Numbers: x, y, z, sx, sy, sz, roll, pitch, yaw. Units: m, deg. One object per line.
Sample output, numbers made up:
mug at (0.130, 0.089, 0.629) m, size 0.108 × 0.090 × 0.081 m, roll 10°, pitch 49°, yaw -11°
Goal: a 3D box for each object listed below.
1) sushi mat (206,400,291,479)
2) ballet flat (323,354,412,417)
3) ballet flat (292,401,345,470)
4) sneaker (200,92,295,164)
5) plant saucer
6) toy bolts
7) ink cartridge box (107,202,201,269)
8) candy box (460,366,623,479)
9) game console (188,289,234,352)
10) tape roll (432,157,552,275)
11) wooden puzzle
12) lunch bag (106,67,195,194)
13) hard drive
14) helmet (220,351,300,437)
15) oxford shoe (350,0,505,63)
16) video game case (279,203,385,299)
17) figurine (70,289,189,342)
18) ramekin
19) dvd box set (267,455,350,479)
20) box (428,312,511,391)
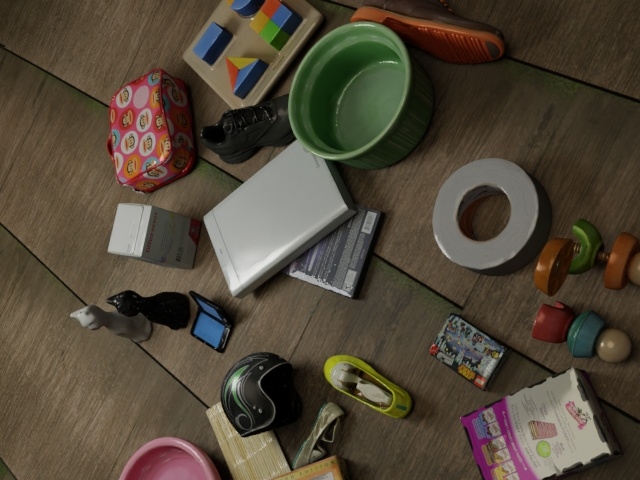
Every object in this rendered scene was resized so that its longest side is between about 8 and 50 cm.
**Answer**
sushi mat at (-0.147, 0.475, 1.852) m, size 0.151 × 0.019 × 0.317 m, roll -40°, pitch 58°, yaw 19°
ballet flat at (0.081, 0.288, 1.701) m, size 0.231 × 0.077 × 0.077 m, roll 24°, pitch 92°, yaw 38°
ballet flat at (-0.002, 0.416, 1.743) m, size 0.052 × 0.057 × 0.168 m, roll 28°, pitch 95°, yaw 28°
sneaker at (-0.161, -0.271, 1.996) m, size 0.286 × 0.130 × 0.109 m, roll -26°, pitch 62°, yaw 26°
plant saucer at (-0.330, 0.615, 1.905) m, size 0.332 × 0.084 × 0.332 m, roll -10°, pitch 72°, yaw 32°
toy bolts at (0.461, 0.100, 1.419) m, size 0.158 × 0.218 × 0.229 m, roll 22°, pitch 109°, yaw 31°
ink cartridge box at (-0.406, -0.009, 2.069) m, size 0.127 × 0.176 × 0.128 m, roll 5°, pitch 80°, yaw 36°
candy box at (0.381, 0.341, 1.475) m, size 0.233 × 0.071 × 0.159 m, roll -31°, pitch 61°, yaw 26°
game console at (-0.270, 0.190, 1.987) m, size 0.122 × 0.107 × 0.071 m, roll 24°, pitch 64°, yaw 37°
tape roll at (0.327, -0.045, 1.620) m, size 0.219 × 0.072 × 0.219 m, roll -11°, pitch 71°, yaw 33°
wooden puzzle at (-0.191, -0.516, 2.114) m, size 0.322 × 0.080 × 0.348 m, roll -51°, pitch 54°, yaw 13°
lunch bag at (-0.461, -0.279, 2.218) m, size 0.258 × 0.120 × 0.293 m, roll -22°, pitch 66°, yaw 30°
hard drive at (-0.101, -0.059, 1.916) m, size 0.353 × 0.047 × 0.233 m, roll -37°, pitch 59°, yaw 22°
helmet at (-0.131, 0.322, 1.795) m, size 0.169 × 0.169 × 0.162 m, roll -27°, pitch 72°, yaw 27°
oxford shoe at (0.235, -0.471, 1.771) m, size 0.363 × 0.130 × 0.133 m, roll 24°, pitch 78°, yaw 31°
video game case at (0.000, 0.000, 1.872) m, size 0.274 × 0.026 × 0.196 m, roll 18°, pitch 88°, yaw 39°
figurine at (-0.466, 0.175, 2.042) m, size 0.214 × 0.209 × 0.092 m, roll -21°, pitch 66°, yaw 30°
ramekin at (0.094, -0.298, 1.807) m, size 0.303 × 0.148 × 0.304 m, roll -10°, pitch 72°, yaw 33°
dvd box set at (-0.039, 0.673, 1.649) m, size 0.307 × 0.062 × 0.420 m, roll -24°, pitch 64°, yaw 12°
box at (0.283, 0.211, 1.609) m, size 0.137 × 0.027 × 0.094 m, roll 33°, pitch 98°, yaw 37°
